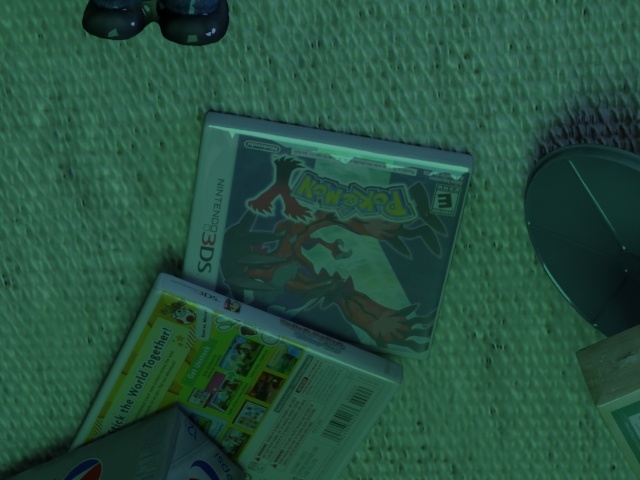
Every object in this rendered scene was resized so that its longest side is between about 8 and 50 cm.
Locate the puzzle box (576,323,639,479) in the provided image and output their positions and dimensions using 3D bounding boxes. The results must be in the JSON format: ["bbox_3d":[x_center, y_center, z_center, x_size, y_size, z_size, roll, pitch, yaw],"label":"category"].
[{"bbox_3d":[0.372,0.144,1.381,0.272,0.052,0.409,-24,140,10],"label":"puzzle box"}]

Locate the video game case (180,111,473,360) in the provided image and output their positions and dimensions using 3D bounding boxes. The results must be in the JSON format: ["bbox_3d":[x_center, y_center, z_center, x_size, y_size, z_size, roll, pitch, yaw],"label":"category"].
[{"bbox_3d":[0.000,0.000,1.431,0.201,0.023,0.183,9,124,-2],"label":"video game case"}]

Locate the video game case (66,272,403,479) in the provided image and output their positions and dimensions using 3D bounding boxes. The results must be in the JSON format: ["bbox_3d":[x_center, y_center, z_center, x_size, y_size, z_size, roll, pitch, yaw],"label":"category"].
[{"bbox_3d":[-0.073,0.141,1.513,0.206,0.026,0.227,22,130,-10],"label":"video game case"}]

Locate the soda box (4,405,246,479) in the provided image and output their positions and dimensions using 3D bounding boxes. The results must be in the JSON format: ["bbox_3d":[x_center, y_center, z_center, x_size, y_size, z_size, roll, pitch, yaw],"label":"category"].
[{"bbox_3d":[-0.203,0.241,1.540,0.286,0.091,0.098,-24,124,27],"label":"soda box"}]

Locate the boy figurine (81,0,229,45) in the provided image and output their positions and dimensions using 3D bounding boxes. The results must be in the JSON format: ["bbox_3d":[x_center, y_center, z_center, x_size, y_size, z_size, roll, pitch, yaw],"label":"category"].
[{"bbox_3d":[-0.114,-0.267,1.221,0.177,0.092,0.285,3,123,2],"label":"boy figurine"}]

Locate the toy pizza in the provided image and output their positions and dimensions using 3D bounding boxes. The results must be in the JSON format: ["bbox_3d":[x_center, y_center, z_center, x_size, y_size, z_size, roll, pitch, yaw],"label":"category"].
[{"bbox_3d":[0.233,0.009,1.353,0.201,0.032,0.201,33,148,24],"label":"toy pizza"}]
